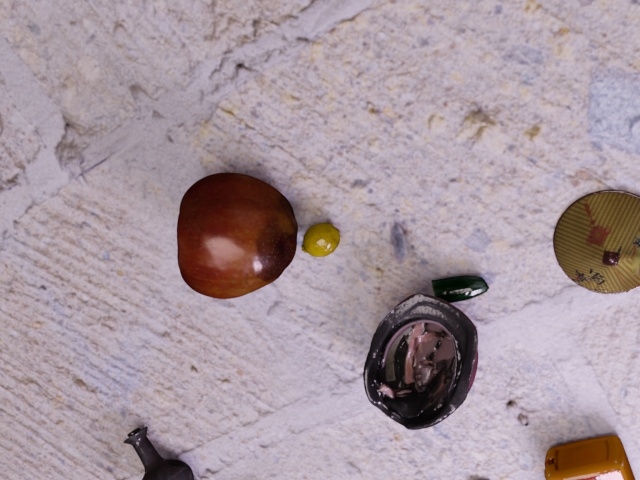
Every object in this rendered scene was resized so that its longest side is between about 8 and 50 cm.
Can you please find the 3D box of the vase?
[{"bbox_3d":[-0.349,0.480,1.979,0.120,0.120,0.183,-36,85,25],"label":"vase"}]

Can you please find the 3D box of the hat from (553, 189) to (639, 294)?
[{"bbox_3d":[0.487,0.018,1.567,0.193,0.082,0.193,6,115,13],"label":"hat"}]

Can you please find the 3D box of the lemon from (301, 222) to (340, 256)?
[{"bbox_3d":[0.000,0.000,1.702,0.083,0.062,0.062,-30,102,24],"label":"lemon"}]

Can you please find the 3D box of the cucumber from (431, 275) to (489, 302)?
[{"bbox_3d":[0.250,0.086,1.679,0.105,0.048,0.048,-12,109,16],"label":"cucumber"}]

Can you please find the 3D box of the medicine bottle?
[{"bbox_3d":[0.519,0.488,1.738,0.149,0.112,0.222,-17,106,21],"label":"medicine bottle"}]

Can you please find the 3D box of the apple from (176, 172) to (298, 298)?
[{"bbox_3d":[-0.149,-0.003,1.658,0.230,0.230,0.230,6,113,13],"label":"apple"}]

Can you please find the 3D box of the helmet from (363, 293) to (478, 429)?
[{"bbox_3d":[0.193,0.217,1.695,0.198,0.154,0.253,32,103,18],"label":"helmet"}]
